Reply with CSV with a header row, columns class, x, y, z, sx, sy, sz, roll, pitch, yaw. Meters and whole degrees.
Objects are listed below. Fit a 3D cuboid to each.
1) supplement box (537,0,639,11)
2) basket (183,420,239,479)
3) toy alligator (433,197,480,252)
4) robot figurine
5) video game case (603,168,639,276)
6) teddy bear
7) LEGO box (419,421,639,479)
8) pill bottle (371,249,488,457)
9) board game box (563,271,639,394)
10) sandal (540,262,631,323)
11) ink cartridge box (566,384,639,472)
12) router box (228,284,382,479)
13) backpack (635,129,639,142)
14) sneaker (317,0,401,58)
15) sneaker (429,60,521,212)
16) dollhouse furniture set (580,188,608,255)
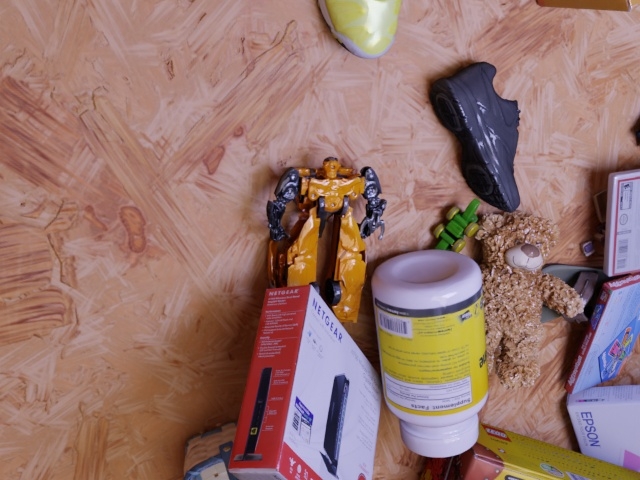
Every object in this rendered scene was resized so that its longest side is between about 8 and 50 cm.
class,x,y,z,sx,sy,sz,roll,pitch,yaw
supplement box,0.437,-0.425,1.383,0.080,0.233,0.078,-34,117,-9
basket,-0.118,0.440,1.407,0.201,0.289,0.255,-17,116,-7
toy alligator,0.233,0.002,1.547,0.190,0.056,0.051,-55,156,18
robot figurine,0.000,0.000,1.427,0.211,0.085,0.291,-2,109,-22
video game case,0.673,-0.048,1.614,0.285,0.025,0.204,-9,113,-9
teddy bear,0.345,0.117,1.568,0.245,0.113,0.338,29,107,9
LEGO box,0.428,0.604,1.669,0.500,0.193,0.372,19,100,-9
pill bottle,0.196,0.200,1.494,0.188,0.188,0.334,-15,113,-18
board game box,0.582,0.182,1.704,0.145,0.027,0.281,-13,131,-25
sandal,0.513,0.107,1.674,0.302,0.086,0.120,-5,109,-21
ink cartridge box,0.710,0.436,1.766,0.324,0.330,0.071,66,33,-25
router box,-0.008,0.285,1.362,0.082,0.301,0.335,-7,143,24
backpack,0.712,-0.202,1.640,0.182,0.115,0.152,38,88,-31
sneaker,0.081,-0.463,1.272,0.145,0.147,0.385,-7,111,-22
sneaker,0.302,-0.178,1.486,0.130,0.109,0.286,-35,119,-15
dollhouse furniture set,0.551,-0.030,1.647,0.091,0.081,0.114,-27,116,-12
